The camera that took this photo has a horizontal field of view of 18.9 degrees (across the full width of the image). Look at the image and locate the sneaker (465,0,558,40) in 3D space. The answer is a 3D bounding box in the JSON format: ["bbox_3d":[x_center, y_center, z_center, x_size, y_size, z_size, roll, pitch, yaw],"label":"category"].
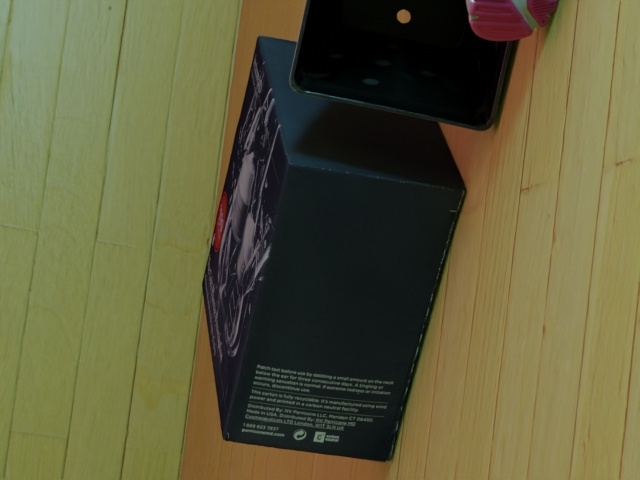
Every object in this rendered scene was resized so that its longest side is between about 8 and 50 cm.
[{"bbox_3d":[0.152,-0.298,1.579,0.111,0.103,0.252,54,136,51],"label":"sneaker"}]

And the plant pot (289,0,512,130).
[{"bbox_3d":[0.086,-0.227,1.764,0.167,0.188,0.187,-78,0,-71],"label":"plant pot"}]

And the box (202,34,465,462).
[{"bbox_3d":[0.000,0.000,1.983,0.343,0.179,0.313,-106,28,-63],"label":"box"}]
